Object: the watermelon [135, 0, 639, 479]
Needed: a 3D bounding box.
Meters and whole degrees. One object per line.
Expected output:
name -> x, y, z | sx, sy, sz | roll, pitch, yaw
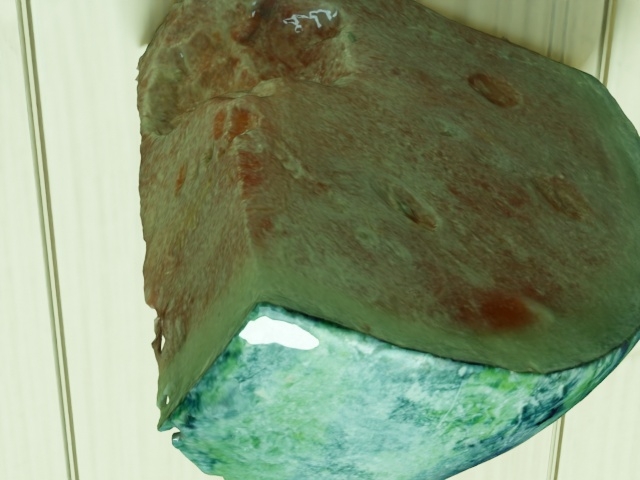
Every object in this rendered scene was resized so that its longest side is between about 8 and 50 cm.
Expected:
watermelon -> 0.000, 0.000, 0.726 | 0.226, 0.318, 0.148 | 44, 119, 6
